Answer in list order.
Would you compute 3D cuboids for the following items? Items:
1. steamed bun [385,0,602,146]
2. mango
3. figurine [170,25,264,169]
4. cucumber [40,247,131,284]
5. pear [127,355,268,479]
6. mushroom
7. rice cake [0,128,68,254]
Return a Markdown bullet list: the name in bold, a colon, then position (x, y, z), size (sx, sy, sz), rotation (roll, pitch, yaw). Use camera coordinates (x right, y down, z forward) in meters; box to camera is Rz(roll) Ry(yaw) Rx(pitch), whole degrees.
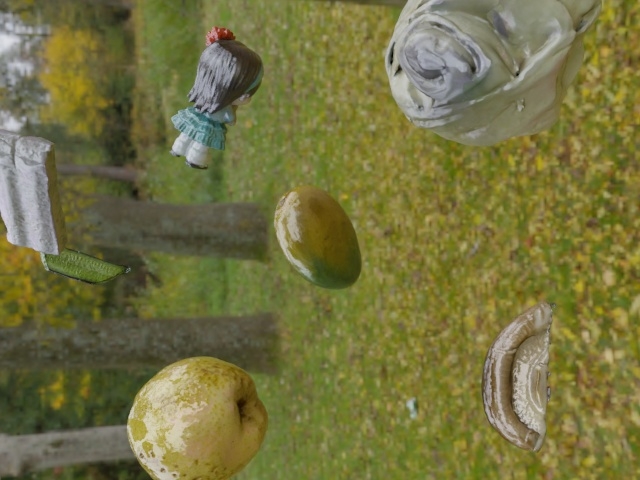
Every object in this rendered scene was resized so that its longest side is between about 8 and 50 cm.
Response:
- **steamed bun**: position (0.214, -0.269, 1.246), size (0.207, 0.268, 0.280), rotation (-31, -36, -55)
- **mango**: position (0.000, 0.000, 1.474), size (0.092, 0.194, 0.130), rotation (-1, 47, 51)
- **figurine**: position (-0.198, -0.255, 1.644), size (0.245, 0.138, 0.110), rotation (-60, -18, 17)
- **cucumber**: position (-0.554, 0.067, 2.106), size (0.046, 0.220, 0.070), rotation (-44, 35, 51)
- **pear**: position (-0.152, 0.231, 1.155), size (0.178, 0.178, 0.178), rotation (179, 90, -77)
- **mushroom**: position (0.274, 0.185, 1.259), size (0.072, 0.094, 0.209), rotation (153, 122, -76)
- **rice cake**: position (-0.492, -0.076, 1.529), size (0.298, 0.106, 0.050), rotation (106, 177, -56)
